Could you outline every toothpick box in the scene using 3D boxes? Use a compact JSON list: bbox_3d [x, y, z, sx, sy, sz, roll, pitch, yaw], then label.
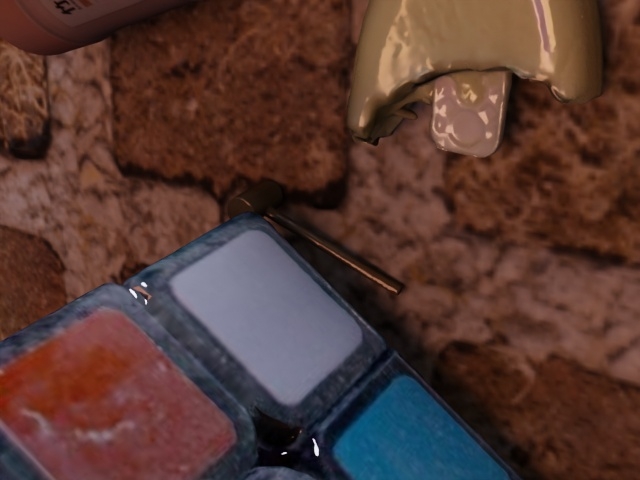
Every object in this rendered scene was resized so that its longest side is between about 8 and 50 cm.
[{"bbox_3d":[-0.116,-0.167,0.519,0.149,0.098,0.098,-8,100,35],"label":"toothpick box"}]

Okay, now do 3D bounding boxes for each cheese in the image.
[{"bbox_3d":[0.075,-0.147,0.424,0.127,0.050,0.235,16,112,33],"label":"cheese"}]

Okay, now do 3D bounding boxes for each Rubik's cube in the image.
[{"bbox_3d":[-0.084,0.251,0.462,0.363,0.359,0.362,41,123,8],"label":"Rubik's cube"}]

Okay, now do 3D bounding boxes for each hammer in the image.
[{"bbox_3d":[0.000,0.000,0.538,0.110,0.035,0.019,30,121,14],"label":"hammer"}]
